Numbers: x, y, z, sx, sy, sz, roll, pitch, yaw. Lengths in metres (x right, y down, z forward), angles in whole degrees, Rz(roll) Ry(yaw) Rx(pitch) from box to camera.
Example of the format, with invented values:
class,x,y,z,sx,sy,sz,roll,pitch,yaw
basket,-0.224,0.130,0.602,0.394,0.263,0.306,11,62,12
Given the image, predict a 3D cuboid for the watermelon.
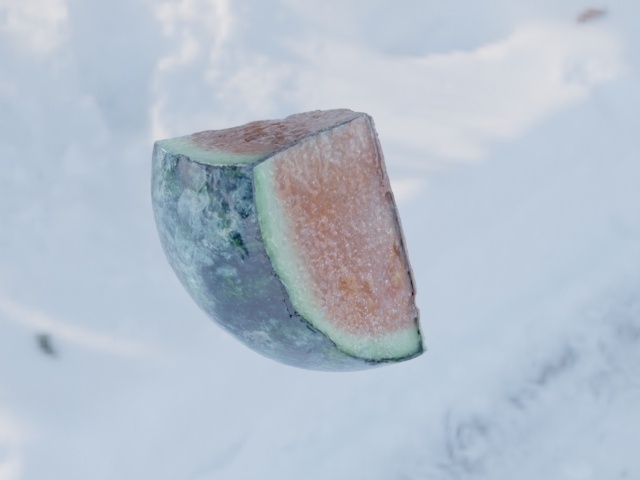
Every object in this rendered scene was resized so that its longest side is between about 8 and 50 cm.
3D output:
class,x,y,z,sx,sy,sz,roll,pitch,yaw
watermelon,0.000,0.000,1.569,0.226,0.318,0.148,-54,22,-7
